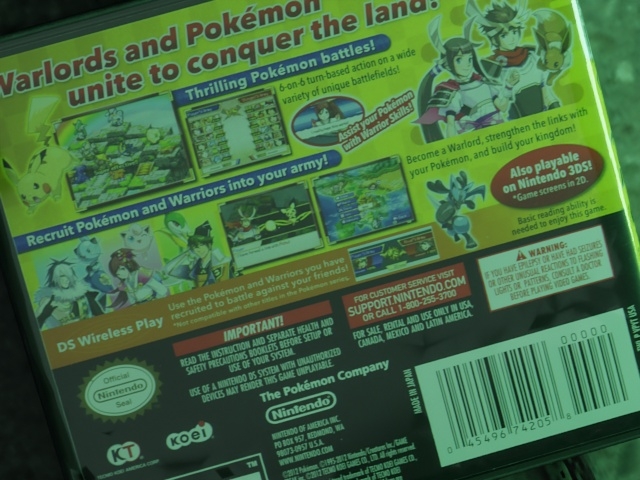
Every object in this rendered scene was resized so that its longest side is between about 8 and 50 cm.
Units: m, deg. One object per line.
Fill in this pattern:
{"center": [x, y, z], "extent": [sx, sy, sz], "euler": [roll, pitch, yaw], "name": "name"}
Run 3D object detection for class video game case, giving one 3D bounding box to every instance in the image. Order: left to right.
{"center": [0.000, 0.000, 0.825], "extent": [0.275, 0.035, 0.248], "euler": [-16, 98, -3], "name": "video game case"}
